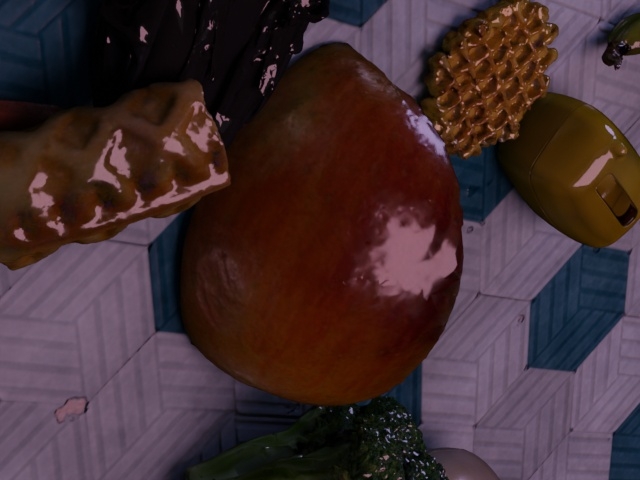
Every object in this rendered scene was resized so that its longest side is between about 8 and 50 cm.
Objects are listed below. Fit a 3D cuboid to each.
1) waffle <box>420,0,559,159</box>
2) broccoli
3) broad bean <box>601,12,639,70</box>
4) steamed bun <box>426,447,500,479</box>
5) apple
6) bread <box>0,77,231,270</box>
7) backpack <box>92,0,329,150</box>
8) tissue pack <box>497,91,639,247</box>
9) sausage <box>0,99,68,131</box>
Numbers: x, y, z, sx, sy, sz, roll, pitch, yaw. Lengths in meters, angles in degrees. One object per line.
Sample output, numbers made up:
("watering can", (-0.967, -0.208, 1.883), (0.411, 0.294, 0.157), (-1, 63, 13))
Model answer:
("waffle", (0.175, -0.167, 1.851), (0.191, 0.038, 0.191), (-25, 130, -33))
("broccoli", (-0.001, 0.295, 1.815), (0.275, 0.308, 0.307), (2, 119, -9))
("broad bean", (0.410, -0.229, 2.038), (0.325, 0.067, 0.075), (-7, 89, -41))
("steamed bun", (0.139, 0.354, 2.026), (0.232, 0.145, 0.232), (-53, 162, -25))
("apple", (0.000, 0.000, 1.695), (0.254, 0.179, 0.346), (11, 111, -11))
("bread", (-0.190, -0.044, 1.455), (0.232, 0.088, 0.128), (-16, 136, -4))
("backpack", (-0.099, -0.176, 1.508), (0.206, 0.133, 0.258), (0, 122, -42))
("tissue pack", (0.285, -0.071, 1.958), (0.123, 0.127, 0.178), (-51, 139, -4))
("sausage", (-0.260, -0.098, 1.455), (0.147, 0.035, 0.030), (4, 135, -45))
